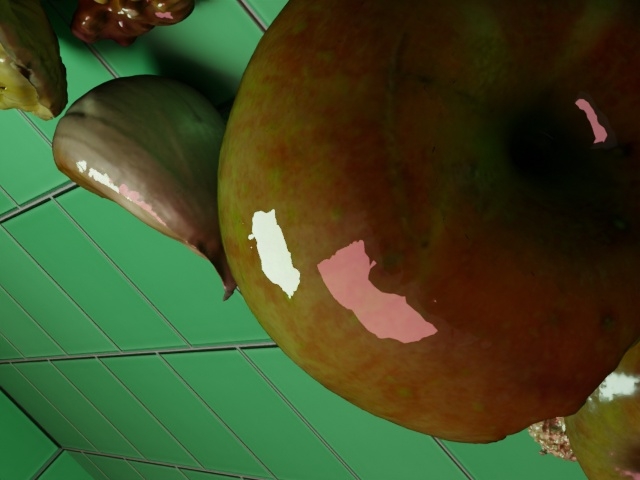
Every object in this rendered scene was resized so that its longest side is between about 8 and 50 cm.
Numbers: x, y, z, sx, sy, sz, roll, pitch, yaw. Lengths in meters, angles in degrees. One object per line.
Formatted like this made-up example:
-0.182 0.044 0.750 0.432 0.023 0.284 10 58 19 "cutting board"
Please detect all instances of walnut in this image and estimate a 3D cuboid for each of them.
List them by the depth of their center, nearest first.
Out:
-0.158 -0.196 0.842 0.143 0.069 0.170 47 152 -8 "walnut"

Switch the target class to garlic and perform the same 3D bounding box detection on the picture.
-0.134 -0.061 0.924 0.115 0.128 0.206 17 -163 -49 "garlic"

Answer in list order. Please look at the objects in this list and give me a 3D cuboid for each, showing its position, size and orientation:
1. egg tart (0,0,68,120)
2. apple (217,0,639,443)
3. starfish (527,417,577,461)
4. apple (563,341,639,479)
-0.330 -0.211 0.922 0.341 0.132 0.341 47 169 12 "egg tart"
0.070 -0.026 0.584 0.246 0.246 0.226 45 163 -7 "apple"
0.223 0.135 0.831 0.238 0.071 0.216 44 162 -20 "starfish"
0.220 0.081 0.644 0.182 0.155 0.182 32 140 31 "apple"
